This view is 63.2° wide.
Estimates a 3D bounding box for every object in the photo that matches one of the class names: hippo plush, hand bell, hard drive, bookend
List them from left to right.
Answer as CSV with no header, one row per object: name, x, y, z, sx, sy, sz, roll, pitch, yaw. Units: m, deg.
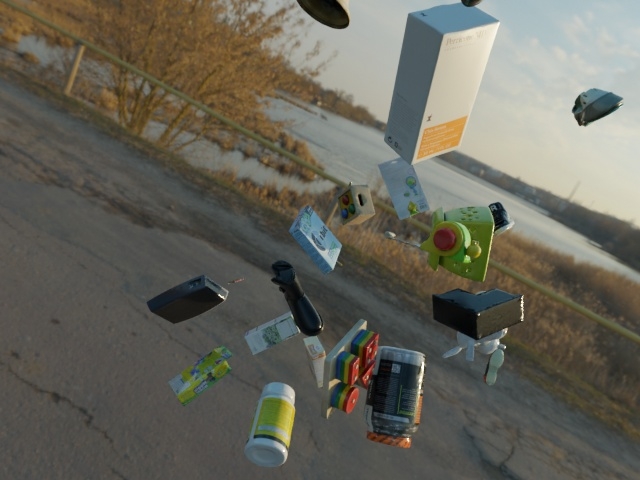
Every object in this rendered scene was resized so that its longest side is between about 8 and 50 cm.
hard drive,-0.483,0.222,1.899,0.172,0.254,0.054,48,21,-51
hand bell,0.060,-0.558,1.024,0.126,0.242,0.126,29,-5,3
bookend,0.391,0.169,1.305,0.156,0.073,0.157,-15,18,-26
hippo plush,0.677,0.375,2.104,0.234,0.295,0.236,-5,-29,44

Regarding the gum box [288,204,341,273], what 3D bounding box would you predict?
gum box,-0.013,-0.005,1.685,0.184,0.041,0.157,51,28,-16

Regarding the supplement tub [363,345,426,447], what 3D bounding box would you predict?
supplement tub,0.276,0.578,1.939,0.206,0.339,0.207,10,-15,3

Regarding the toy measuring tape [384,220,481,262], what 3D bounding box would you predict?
toy measuring tape,0.354,-0.019,1.636,0.330,0.122,0.121,19,7,40

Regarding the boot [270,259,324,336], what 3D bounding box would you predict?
boot,-0.088,0.204,1.849,0.247,0.094,0.207,55,-8,39

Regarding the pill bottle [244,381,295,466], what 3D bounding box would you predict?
pill bottle,-0.137,0.517,1.476,0.119,0.119,0.209,23,37,-9

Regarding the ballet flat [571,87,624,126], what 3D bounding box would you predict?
ballet flat,0.559,-0.279,1.073,0.068,0.072,0.213,58,16,3

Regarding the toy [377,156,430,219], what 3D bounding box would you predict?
toy,0.327,-0.207,2.070,0.056,0.136,0.238,120,-51,-76

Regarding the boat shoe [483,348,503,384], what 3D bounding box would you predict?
boat shoe,0.632,0.462,1.908,0.049,0.137,0.043,17,-1,-1

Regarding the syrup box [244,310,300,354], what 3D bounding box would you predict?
syrup box,-0.217,0.417,2.348,0.096,0.236,0.093,-120,-175,-84

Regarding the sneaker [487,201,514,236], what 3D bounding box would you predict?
sneaker,0.709,-0.092,2.089,0.121,0.079,0.216,60,26,6

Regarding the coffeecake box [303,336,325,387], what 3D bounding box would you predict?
coffeecake box,-0.017,0.558,2.407,0.068,0.186,0.142,-15,25,-11

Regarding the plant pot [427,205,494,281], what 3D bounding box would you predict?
plant pot,0.503,-0.001,1.901,0.206,0.229,0.227,6,20,10

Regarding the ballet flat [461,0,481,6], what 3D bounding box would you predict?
ballet flat,0.362,-0.564,1.102,0.074,0.203,0.074,37,-18,14

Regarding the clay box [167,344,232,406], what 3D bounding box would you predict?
clay box,-0.398,0.453,1.769,0.127,0.222,0.053,15,-45,59

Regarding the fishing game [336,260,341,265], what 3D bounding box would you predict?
fishing game,0.000,0.000,2.230,0.264,0.041,0.189,47,-4,-13

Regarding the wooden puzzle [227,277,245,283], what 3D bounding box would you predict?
wooden puzzle,-0.356,0.169,2.174,0.049,0.006,0.083,-11,4,40

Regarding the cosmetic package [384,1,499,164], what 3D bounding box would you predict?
cosmetic package,0.369,-0.487,1.651,0.229,0.454,0.162,-21,52,-23

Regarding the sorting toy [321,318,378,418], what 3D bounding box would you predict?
sorting toy,0.109,0.445,1.767,0.089,0.256,0.257,17,31,26

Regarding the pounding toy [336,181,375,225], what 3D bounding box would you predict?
pounding toy,0.110,-0.154,2.104,0.094,0.181,0.206,-6,-13,-29
